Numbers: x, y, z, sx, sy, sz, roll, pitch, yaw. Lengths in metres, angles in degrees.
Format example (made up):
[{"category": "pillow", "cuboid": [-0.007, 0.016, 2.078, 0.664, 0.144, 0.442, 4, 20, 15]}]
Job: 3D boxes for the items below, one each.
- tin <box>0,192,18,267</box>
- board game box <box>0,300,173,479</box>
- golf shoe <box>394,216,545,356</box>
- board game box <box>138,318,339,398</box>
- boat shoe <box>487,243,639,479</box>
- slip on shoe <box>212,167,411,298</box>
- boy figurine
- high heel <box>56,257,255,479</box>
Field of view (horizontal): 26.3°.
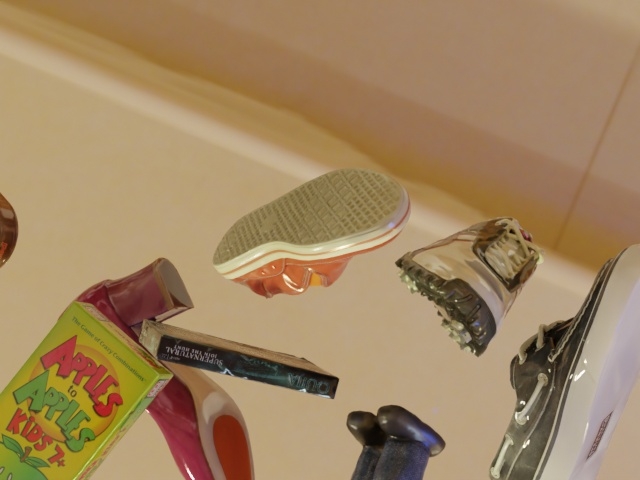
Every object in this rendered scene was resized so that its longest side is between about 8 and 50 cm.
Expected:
[{"category": "tin", "cuboid": [-0.460, -0.037, 1.755, 0.189, 0.106, 0.040, 43, -172, 28]}, {"category": "board game box", "cuboid": [-0.211, 0.147, 1.082, 0.092, 0.181, 0.043, 39, -178, 12]}, {"category": "golf shoe", "cuboid": [0.138, 0.024, 1.223, 0.105, 0.120, 0.273, 50, -175, -2]}, {"category": "board game box", "cuboid": [-0.086, 0.120, 1.393, 0.186, 0.026, 0.126, 15, 180, -16]}, {"category": "boat shoe", "cuboid": [0.215, 0.118, 1.197, 0.102, 0.301, 0.108, 33, -138, 27]}, {"category": "slip on shoe", "cuboid": [0.000, 0.000, 1.599, 0.101, 0.123, 0.331, 38, 148, -23]}, {"category": "boy figurine", "cuboid": [0.023, 0.306, 1.343, 0.092, 0.285, 0.177, 42, 148, -24]}, {"category": "high heel", "cuboid": [-0.211, 0.221, 1.763, 0.127, 0.181, 0.377, 20, -134, -61]}]
